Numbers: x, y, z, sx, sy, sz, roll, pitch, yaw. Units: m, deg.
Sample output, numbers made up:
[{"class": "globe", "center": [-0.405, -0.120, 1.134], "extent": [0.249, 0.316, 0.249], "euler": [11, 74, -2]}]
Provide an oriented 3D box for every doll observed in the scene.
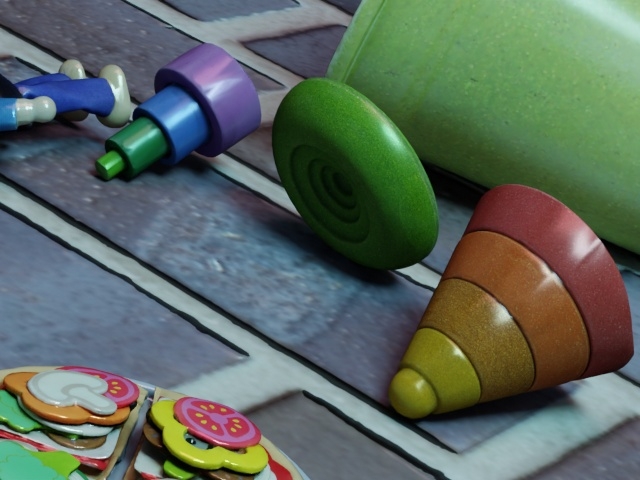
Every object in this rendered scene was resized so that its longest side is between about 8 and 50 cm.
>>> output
[{"class": "doll", "center": [-0.200, -0.079, 1.154], "extent": [0.129, 0.046, 0.189], "euler": [10, 16, 40]}]

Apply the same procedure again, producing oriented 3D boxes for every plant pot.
[{"class": "plant pot", "center": [0.167, -0.123, 1.302], "extent": [0.254, 0.276, 0.276], "euler": [32, 24, 3]}]

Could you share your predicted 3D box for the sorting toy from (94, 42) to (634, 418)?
[{"class": "sorting toy", "center": [0.000, 0.000, 1.103], "extent": [0.126, 0.127, 0.365], "euler": [-37, 49, -27]}]

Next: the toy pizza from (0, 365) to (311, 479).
[{"class": "toy pizza", "center": [-0.087, 0.102, 0.852], "extent": [0.201, 0.032, 0.201], "euler": [15, 23, -7]}]
